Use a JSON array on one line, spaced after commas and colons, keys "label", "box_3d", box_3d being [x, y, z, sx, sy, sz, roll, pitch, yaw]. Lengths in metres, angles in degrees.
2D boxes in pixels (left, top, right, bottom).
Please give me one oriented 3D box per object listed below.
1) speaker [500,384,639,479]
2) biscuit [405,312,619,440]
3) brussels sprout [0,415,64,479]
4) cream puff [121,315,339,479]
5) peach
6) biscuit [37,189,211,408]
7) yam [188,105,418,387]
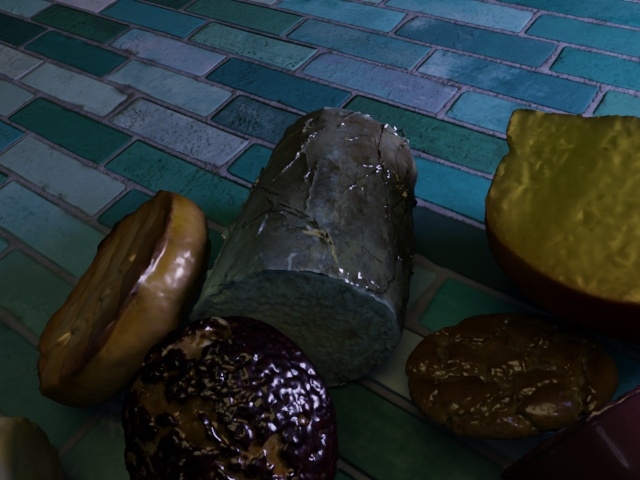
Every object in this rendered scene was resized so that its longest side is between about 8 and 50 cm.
[{"label": "speaker", "box_3d": [0.360, 0.258, 0.466, 0.259, 0.198, 0.329, -39, 59, 1]}, {"label": "biscuit", "box_3d": [0.201, 0.138, 0.627, 0.226, 0.042, 0.226, -12, 18, 4]}, {"label": "brussels sprout", "box_3d": [-0.433, 0.289, 0.534, 0.345, 0.268, 0.344, -5, 42, 4]}, {"label": "cream puff", "box_3d": [-0.099, 0.196, 0.566, 0.165, 0.238, 0.239, -20, 43, -42]}, {"label": "peach", "box_3d": [0.390, 0.001, 0.626, 0.381, 0.306, 0.242, 10, 86, 32]}, {"label": "biscuit", "box_3d": [-0.244, 0.073, 0.724, 0.296, 0.102, 0.296, -39, 30, 27]}, {"label": "yam", "box_3d": [0.000, 0.000, 0.739, 0.241, 0.240, 0.348, 5, 49, 15]}]
